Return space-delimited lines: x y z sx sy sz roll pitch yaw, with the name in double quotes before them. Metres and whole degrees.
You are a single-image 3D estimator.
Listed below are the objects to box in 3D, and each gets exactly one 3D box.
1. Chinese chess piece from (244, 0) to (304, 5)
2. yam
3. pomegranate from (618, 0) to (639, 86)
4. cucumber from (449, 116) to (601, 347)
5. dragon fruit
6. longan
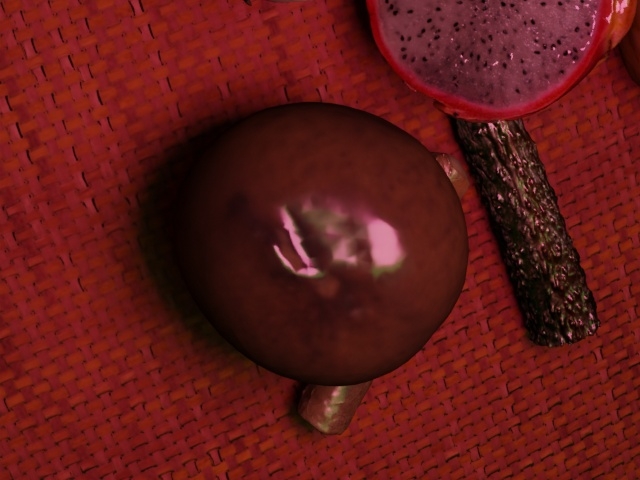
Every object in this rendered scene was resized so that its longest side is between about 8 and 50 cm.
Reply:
"Chinese chess piece" 0.008 -0.391 1.531 0.349 0.349 0.146 -44 131 -8
"yam" 0.075 0.061 1.821 0.081 0.081 0.356 27 91 -26
"pomegranate" 0.506 -0.265 1.796 0.343 0.342 0.342 -6 105 -22
"cucumber" 0.243 -0.042 1.861 0.096 0.096 0.359 -27 109 -15
"dragon fruit" 0.213 -0.288 1.703 0.306 0.226 0.305 6 107 20
"longan" 0.000 0.000 1.649 0.319 0.319 0.318 -6 105 -22
